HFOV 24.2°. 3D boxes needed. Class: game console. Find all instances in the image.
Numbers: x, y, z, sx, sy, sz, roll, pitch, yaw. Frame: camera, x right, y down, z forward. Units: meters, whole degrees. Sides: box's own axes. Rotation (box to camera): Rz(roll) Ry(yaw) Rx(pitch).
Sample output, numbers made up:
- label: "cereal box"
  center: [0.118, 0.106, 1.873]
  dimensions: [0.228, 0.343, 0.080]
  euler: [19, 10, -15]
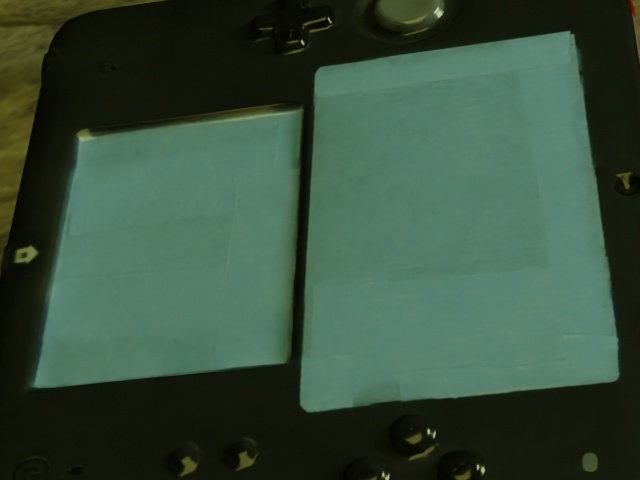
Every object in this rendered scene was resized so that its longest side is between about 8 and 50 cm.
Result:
- label: "game console"
  center: [0.000, 0.000, 0.756]
  dimensions: [0.342, 0.060, 0.387]
  euler: [-3, 49, 7]
